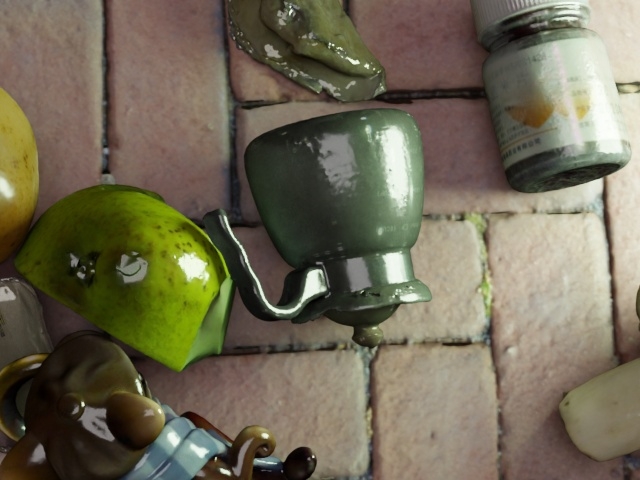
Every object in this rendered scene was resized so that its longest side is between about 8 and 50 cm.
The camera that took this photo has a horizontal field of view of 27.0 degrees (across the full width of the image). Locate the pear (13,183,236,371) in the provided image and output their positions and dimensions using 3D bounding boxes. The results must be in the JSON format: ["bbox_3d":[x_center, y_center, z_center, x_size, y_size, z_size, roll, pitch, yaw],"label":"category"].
[{"bbox_3d":[-0.224,0.026,1.597,0.286,0.282,0.176,31,87,2],"label":"pear"}]

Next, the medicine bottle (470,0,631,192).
[{"bbox_3d":[0.294,-0.210,1.729,0.165,0.165,0.273,-12,81,-6],"label":"medicine bottle"}]

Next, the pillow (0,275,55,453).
[{"bbox_3d":[-0.379,0.154,1.641,0.130,0.038,0.233,-18,112,-1],"label":"pillow"}]

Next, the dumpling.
[{"bbox_3d":[-0.045,-0.319,1.772,0.166,0.086,0.332,-26,78,-10],"label":"dumpling"}]

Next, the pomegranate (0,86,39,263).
[{"bbox_3d":[-0.477,-0.072,1.605,0.307,0.307,0.307,1,79,-3],"label":"pomegranate"}]

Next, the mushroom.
[{"bbox_3d":[0.468,0.171,1.638,0.336,0.314,0.314,-31,82,18],"label":"mushroom"}]

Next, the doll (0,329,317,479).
[{"bbox_3d":[-0.201,0.241,1.561,0.318,0.340,0.209,-27,43,27],"label":"doll"}]

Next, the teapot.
[{"bbox_3d":[0.023,-0.005,1.620,0.223,0.305,0.285,-13,87,19],"label":"teapot"}]
